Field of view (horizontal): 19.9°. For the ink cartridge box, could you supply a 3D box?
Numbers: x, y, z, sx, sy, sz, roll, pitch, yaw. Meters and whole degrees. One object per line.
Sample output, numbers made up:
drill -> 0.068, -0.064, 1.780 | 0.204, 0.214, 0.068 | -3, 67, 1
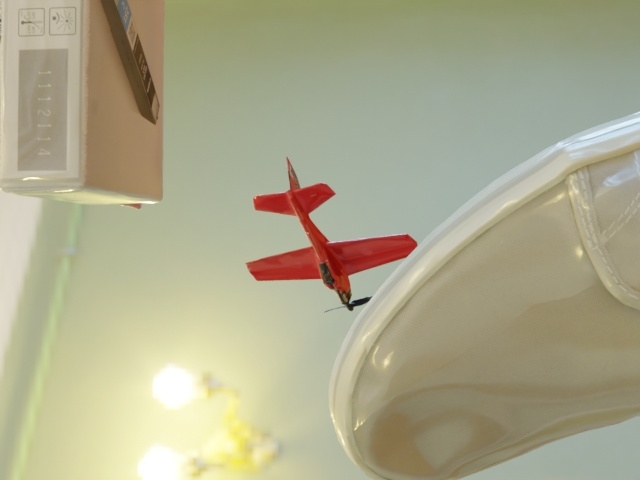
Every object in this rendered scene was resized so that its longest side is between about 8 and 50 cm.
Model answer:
ink cartridge box -> -0.137, -0.172, 1.239 | 0.261, 0.066, 0.296 | 8, -98, -75

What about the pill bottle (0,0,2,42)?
pill bottle -> -0.300, -0.268, 1.871 | 0.130, 0.245, 0.130 | 1, -90, -70

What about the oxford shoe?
oxford shoe -> 0.212, 0.014, 0.902 | 0.130, 0.449, 0.169 | -108, -9, -49

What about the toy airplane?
toy airplane -> 0.000, 0.000, 1.453 | 0.028, 0.151, 0.151 | -71, -24, -50
